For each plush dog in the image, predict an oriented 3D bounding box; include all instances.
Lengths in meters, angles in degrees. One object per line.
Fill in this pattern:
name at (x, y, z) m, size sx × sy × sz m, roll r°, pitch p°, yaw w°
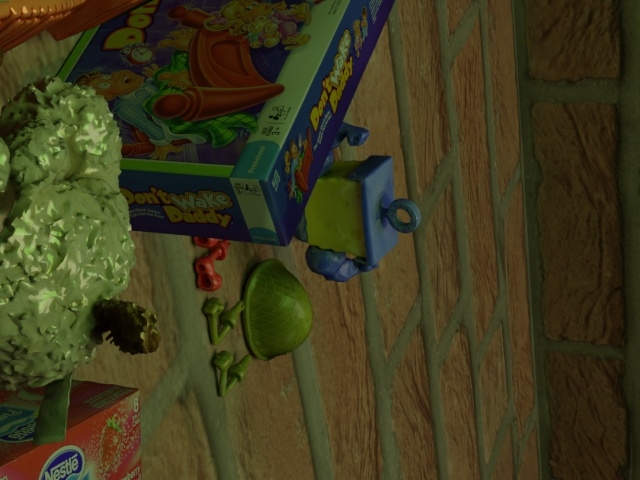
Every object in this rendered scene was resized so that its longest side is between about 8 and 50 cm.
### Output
plush dog at (-0.230, -0.006, 0.854) m, size 0.225 × 0.210 × 0.262 m, roll 36°, pitch 84°, yaw -41°

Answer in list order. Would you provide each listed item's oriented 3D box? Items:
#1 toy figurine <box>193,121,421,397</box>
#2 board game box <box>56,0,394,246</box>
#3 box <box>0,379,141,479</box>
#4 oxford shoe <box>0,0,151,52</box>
toy figurine at (0.000, 0.000, 1.456) m, size 0.191 × 0.217 × 0.362 m, roll -48°, pitch 138°, yaw -57°
board game box at (-0.087, -0.155, 1.170) m, size 0.078 × 0.233 × 0.347 m, roll 73°, pitch 30°, yaw -45°
box at (-0.243, 0.195, 1.001) m, size 0.257 × 0.123 × 0.128 m, roll -24°, pitch 116°, yaw -66°
oxford shoe at (-0.236, -0.205, 0.981) m, size 0.132 × 0.130 × 0.364 m, roll 65°, pitch 27°, yaw -8°
